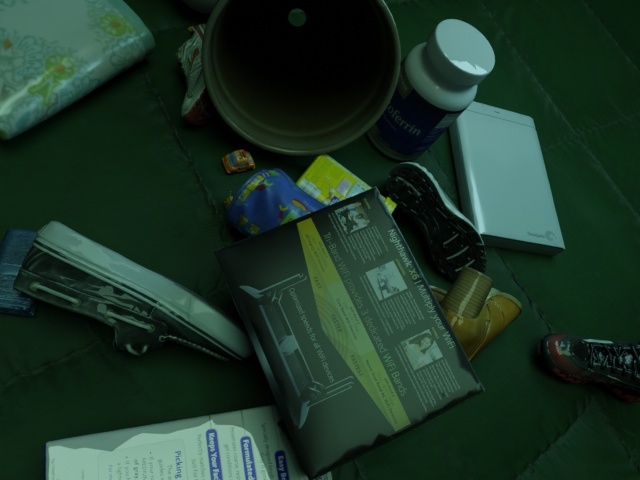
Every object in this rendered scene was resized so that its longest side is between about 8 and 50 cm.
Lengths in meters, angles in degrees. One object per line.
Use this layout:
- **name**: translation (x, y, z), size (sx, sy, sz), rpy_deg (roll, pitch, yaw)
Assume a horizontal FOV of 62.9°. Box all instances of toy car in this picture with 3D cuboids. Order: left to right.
- **toy car**: translation (-0.138, -0.110, 0.917), size (0.060, 0.040, 0.122), rpy_deg (3, 64, -23)

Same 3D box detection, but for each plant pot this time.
- **plant pot**: translation (-0.037, -0.359, 0.944), size (0.323, 0.323, 0.280), rpy_deg (15, 36, -16)

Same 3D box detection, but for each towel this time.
- **towel**: translation (-0.518, -0.368, 0.854), size (0.374, 0.090, 0.320), rpy_deg (41, 60, -1)
- **towel**: translation (-0.418, 0.043, 0.726), size (0.067, 0.029, 0.119), rpy_deg (12, 62, -18)

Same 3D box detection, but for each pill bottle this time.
- **pill bottle**: translation (0.206, -0.285, 1.021), size (0.153, 0.265, 0.153), rpy_deg (10, 62, -19)

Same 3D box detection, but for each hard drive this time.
- **hard drive**: translation (0.408, -0.147, 1.172), size (0.233, 0.047, 0.353), rpy_deg (9, 63, -20)

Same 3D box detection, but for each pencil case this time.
- **pencil case**: translation (0.000, 0.000, 0.839), size (0.306, 0.133, 0.119), rpy_deg (34, 15, 9)

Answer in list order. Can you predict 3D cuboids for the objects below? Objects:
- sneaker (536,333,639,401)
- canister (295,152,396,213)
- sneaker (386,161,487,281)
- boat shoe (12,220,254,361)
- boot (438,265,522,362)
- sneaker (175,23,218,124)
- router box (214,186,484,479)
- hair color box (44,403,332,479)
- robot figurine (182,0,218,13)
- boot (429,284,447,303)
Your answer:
- **sneaker**: translation (0.553, 0.232, 0.997), size (0.276, 0.135, 0.097), rpy_deg (20, 61, -12)
- **canister**: translation (0.038, -0.070, 0.956), size (0.170, 0.073, 0.126), rpy_deg (37, 56, -1)
- **sneaker**: translation (0.234, -0.040, 1.014), size (0.271, 0.100, 0.108), rpy_deg (56, 21, -3)
- **boat shoe**: translation (-0.253, 0.101, 0.734), size (0.335, 0.121, 0.119), rpy_deg (30, 80, -9)
- **boot**: translation (0.247, 0.170, 0.910), size (0.104, 0.295, 0.211), rpy_deg (28, 90, 34)
- **sneaker**: translation (-0.223, -0.306, 0.964), size (0.092, 0.088, 0.225), rpy_deg (5, 62, 2)
- **router box**: translation (0.029, 0.112, 0.696), size (0.243, 0.081, 0.309), rpy_deg (-22, 74, -11)
- **hair color box**: translation (-0.155, 0.322, 0.658), size (0.339, 0.110, 0.185), rpy_deg (-2, 64, -23)
- **robot figurine**: translation (-0.245, -0.583, 1.024), size (0.209, 0.173, 0.278), rpy_deg (-27, 78, -24)
- **boot**: translation (0.138, 0.155, 0.892), size (0.197, 0.073, 0.152), rpy_deg (0, 64, -11)
